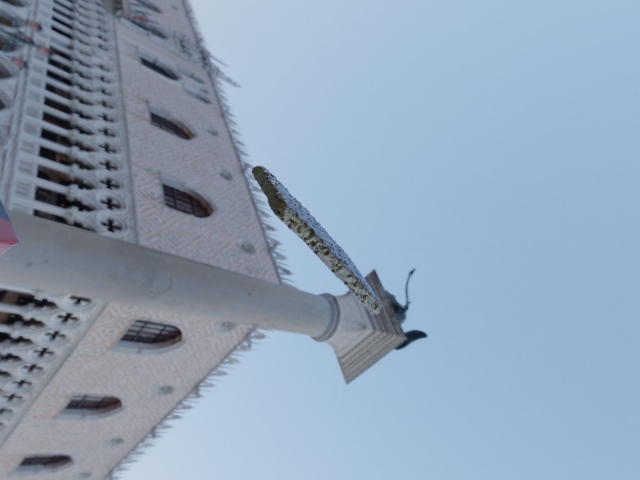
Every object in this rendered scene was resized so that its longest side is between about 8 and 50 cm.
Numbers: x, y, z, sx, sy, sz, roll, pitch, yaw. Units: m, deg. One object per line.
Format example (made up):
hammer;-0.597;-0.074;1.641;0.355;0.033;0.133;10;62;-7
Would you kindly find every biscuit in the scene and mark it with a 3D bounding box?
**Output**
biscuit;0.000;0.000;0.629;0.025;0.231;0.131;-40;-144;5

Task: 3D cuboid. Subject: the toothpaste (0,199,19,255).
toothpaste;-0.346;0.061;0.302;0.320;0.076;0.066;-33;-100;8
